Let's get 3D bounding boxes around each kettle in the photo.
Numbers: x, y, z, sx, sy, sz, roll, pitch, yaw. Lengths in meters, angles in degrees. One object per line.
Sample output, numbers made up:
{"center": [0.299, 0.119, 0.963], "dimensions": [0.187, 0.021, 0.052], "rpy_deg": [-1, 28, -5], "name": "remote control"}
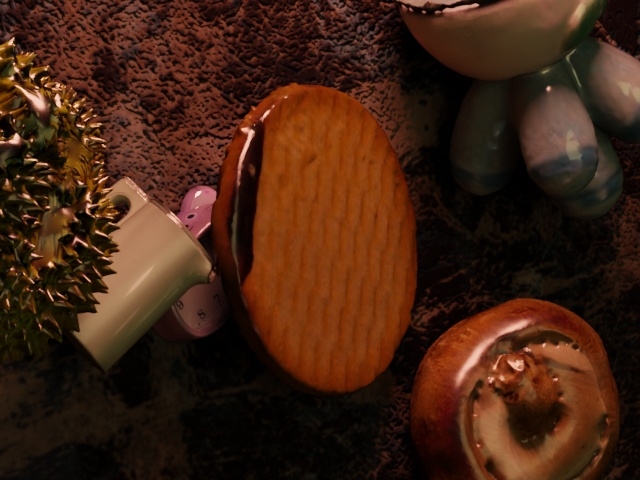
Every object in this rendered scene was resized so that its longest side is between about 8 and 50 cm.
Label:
{"center": [-0.188, 0.034, 1.842], "dimensions": [0.148, 0.127, 0.098], "rpy_deg": [-43, 128, -11], "name": "kettle"}

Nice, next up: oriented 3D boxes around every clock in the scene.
{"center": [-0.115, 0.021, 1.932], "dimensions": [0.153, 0.050, 0.110], "rpy_deg": [-47, 115, -27], "name": "clock"}

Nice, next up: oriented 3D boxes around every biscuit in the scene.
{"center": [0.000, 0.000, 1.975], "dimensions": [0.318, 0.040, 0.318], "rpy_deg": [9, 79, -52], "name": "biscuit"}

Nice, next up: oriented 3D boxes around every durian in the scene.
{"center": [-0.308, -0.034, 1.690], "dimensions": [0.291, 0.224, 0.291], "rpy_deg": [-8, 99, -57], "name": "durian"}

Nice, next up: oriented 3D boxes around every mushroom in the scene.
{"center": [0.209, 0.187, 2.101], "dimensions": [0.253, 0.153, 0.253], "rpy_deg": [-3, 96, -28], "name": "mushroom"}

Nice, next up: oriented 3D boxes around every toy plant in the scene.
{"center": [0.237, -0.165, 2.101], "dimensions": [0.247, 0.247, 0.332], "rpy_deg": [-38, 117, -30], "name": "toy plant"}
